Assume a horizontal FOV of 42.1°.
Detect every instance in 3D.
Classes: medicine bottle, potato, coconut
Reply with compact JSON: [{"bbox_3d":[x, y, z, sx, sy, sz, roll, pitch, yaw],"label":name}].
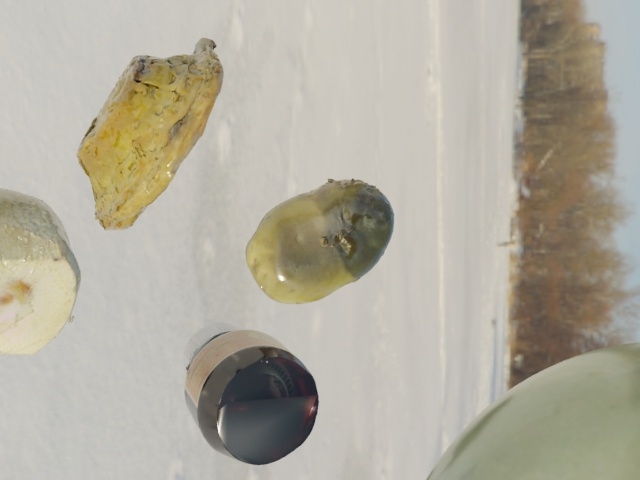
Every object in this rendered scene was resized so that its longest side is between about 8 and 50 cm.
[{"bbox_3d":[-0.176,0.288,1.713,0.395,0.243,0.242,-158,-116,-64],"label":"medicine bottle"},{"bbox_3d":[0.000,0.000,0.721,0.091,0.138,0.070,65,-14,-5],"label":"potato"},{"bbox_3d":[-0.764,0.051,1.902,0.404,0.405,0.404,1,90,-76],"label":"coconut"}]

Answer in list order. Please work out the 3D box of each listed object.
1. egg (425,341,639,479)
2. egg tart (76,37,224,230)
[{"bbox_3d":[0.152,0.137,0.377,0.183,0.217,0.183,58,-8,13],"label":"egg"},{"bbox_3d":[-0.279,-0.176,1.285,0.341,0.129,0.341,-47,-155,30],"label":"egg tart"}]
